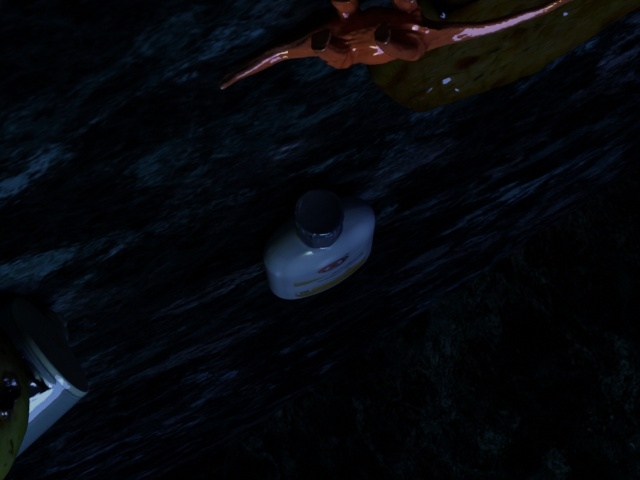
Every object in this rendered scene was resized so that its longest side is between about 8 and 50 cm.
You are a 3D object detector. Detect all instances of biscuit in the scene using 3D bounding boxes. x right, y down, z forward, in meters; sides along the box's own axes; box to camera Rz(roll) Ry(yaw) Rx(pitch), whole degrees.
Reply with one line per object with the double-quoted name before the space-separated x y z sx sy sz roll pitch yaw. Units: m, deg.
"biscuit" 0.200 -0.220 1.152 0.359 0.046 0.359 -28 169 -6

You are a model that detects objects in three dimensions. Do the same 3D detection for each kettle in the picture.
"kettle" -0.346 0.162 1.292 0.243 0.160 0.210 -35 -173 -1

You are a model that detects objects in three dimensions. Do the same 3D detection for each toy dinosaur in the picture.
"toy dinosaur" 0.059 -0.158 0.992 0.279 0.055 0.101 -8 174 8

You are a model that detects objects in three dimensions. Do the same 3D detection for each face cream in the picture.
"face cream" 0.000 0.000 1.568 0.144 0.071 0.291 -28 168 -7

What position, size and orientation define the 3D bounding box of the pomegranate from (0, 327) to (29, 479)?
"pomegranate" -0.338 0.144 1.110 0.210 0.179 0.179 -27 172 35
